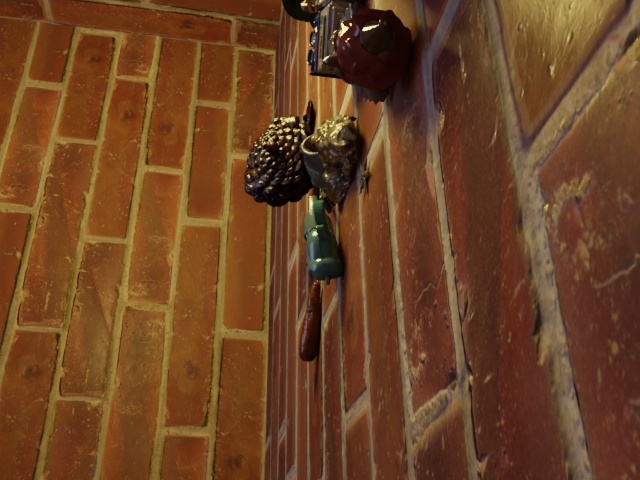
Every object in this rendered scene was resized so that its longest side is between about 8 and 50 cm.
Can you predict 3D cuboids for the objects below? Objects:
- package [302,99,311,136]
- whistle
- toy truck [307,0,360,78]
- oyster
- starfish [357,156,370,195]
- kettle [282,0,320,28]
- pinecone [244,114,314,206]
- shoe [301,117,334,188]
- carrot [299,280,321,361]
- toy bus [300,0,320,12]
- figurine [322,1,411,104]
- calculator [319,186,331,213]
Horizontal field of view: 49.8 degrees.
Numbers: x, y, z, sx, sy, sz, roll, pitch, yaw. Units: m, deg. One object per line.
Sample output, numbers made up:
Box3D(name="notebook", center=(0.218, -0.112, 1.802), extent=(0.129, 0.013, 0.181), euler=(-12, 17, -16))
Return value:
Box3D(name="package", center=(-0.066, -0.389, 2.585), extent=(0.194, 0.071, 0.270), euler=(-119, 47, -69))
Box3D(name="whistle", center=(0.000, 0.000, 1.824), extent=(0.186, 0.093, 0.274), euler=(75, -175, -56))
Box3D(name="toy truck", center=(0.047, -0.567, 1.796), extent=(0.155, 0.124, 0.268), euler=(-168, 80, -73))
Box3D(name="oyster", center=(0.028, -0.226, 1.799), extent=(0.354, 0.106, 0.201), euler=(117, 152, -66))
Box3D(name="starfish", center=(0.101, -0.148, 1.591), extent=(0.092, 0.016, 0.086), euler=(159, 118, -82))
Box3D(name="kettle", center=(-0.029, -0.820, 2.333), extent=(0.232, 0.143, 0.202), euler=(-73, -38, -58))
Box3D(name="pinecone", center=(-0.122, -0.246, 2.272), extent=(0.296, 0.242, 0.299), euler=(139, 155, -79))
Box3D(name="shoe", center=(-0.009, -0.259, 2.049), extent=(0.251, 0.100, 0.103), euler=(108, 163, -45))
Box3D(name="carrot", center=(-0.026, 0.240, 2.055), extent=(0.059, 0.059, 0.248), euler=(174, 103, -80))
Box3D(name="toy bus", center=(-0.001, -0.830, 2.069), extent=(0.145, 0.151, 0.331), euler=(75, -170, -47))
Box3D(name="figurine", center=(0.085, -0.363, 1.336), extent=(0.387, 0.166, 0.207), euler=(-113, 12, -77))
Box3D(name="calculator", center=(0.013, -0.116, 1.964), extent=(0.057, 0.018, 0.172), euler=(62, -175, -11))
